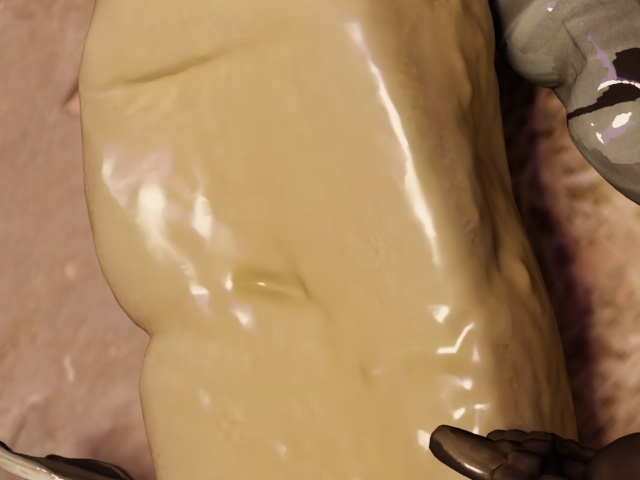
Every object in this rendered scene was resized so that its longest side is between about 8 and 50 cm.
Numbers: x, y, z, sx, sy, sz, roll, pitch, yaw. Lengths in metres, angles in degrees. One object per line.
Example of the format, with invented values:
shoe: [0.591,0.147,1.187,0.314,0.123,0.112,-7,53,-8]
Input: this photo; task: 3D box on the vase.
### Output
vase: [0.096,-0.073,0.584,0.060,0.060,0.211,-39,63,19]

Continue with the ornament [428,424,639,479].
ornament: [0.149,0.079,0.388,0.260,0.251,0.106,20,92,12]

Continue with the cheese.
cheese: [0.001,0.000,0.585,0.159,0.093,0.263,-15,88,32]

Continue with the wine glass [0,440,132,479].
wine glass: [-0.112,0.177,0.638,0.122,0.122,0.183,13,81,33]
